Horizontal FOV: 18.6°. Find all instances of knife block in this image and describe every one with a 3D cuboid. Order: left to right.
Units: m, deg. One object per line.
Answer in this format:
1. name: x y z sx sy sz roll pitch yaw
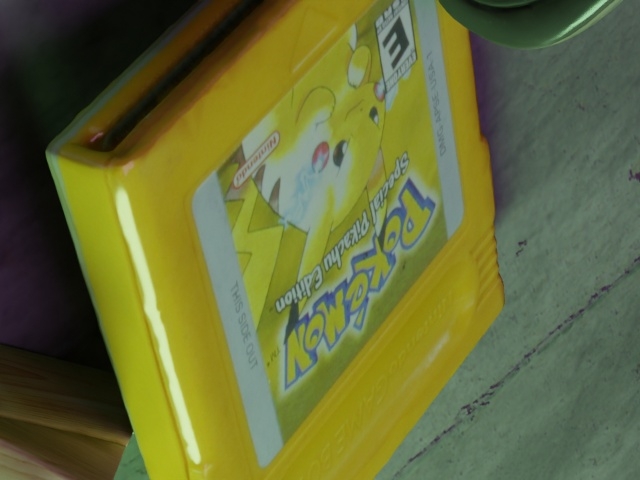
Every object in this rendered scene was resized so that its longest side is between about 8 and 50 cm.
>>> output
1. knife block: -0.214 0.082 0.907 0.088 0.242 0.275 -61 -177 8

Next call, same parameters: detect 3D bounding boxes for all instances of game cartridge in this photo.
1. game cartridge: 0.000 0.000 0.997 0.285 0.053 0.323 -49 141 -35

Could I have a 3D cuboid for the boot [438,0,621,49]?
1. boot: 0.216 -0.268 0.982 0.284 0.138 0.377 -15 134 -60
